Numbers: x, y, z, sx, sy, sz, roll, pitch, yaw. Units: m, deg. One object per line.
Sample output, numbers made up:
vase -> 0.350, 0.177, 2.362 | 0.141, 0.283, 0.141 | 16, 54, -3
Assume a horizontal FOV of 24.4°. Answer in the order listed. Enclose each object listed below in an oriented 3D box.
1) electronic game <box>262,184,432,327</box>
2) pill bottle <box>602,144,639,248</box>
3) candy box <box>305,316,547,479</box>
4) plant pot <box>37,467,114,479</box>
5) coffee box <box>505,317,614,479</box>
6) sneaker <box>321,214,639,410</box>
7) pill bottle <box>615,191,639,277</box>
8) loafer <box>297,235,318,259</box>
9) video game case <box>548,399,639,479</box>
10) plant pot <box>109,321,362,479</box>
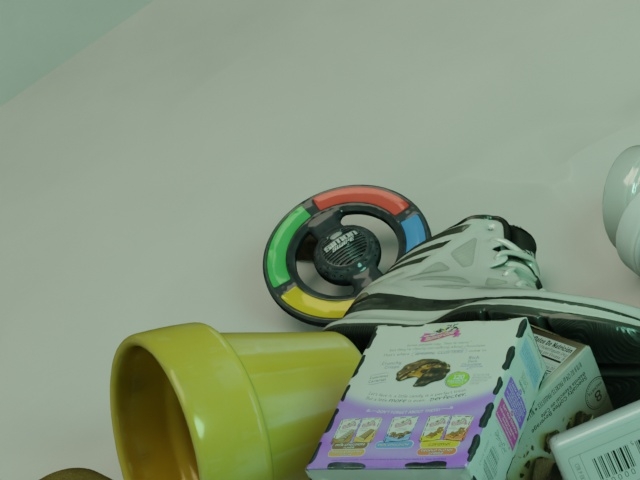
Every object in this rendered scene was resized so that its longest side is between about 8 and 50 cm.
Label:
electronic game -> 0.035, 0.018, 1.954 | 0.229, 0.048, 0.229 | -9, 51, 11
pill bottle -> 0.466, -0.035, 1.647 | 0.278, 0.162, 0.162 | 7, 43, 44
candy box -> 0.102, 0.163, 1.371 | 0.165, 0.070, 0.196 | -6, 36, 32
plant pot -> -0.205, 0.345, 1.439 | 0.237, 0.237, 0.254 | -34, 44, -13
coffee box -> 0.155, 0.238, 1.451 | 0.297, 0.168, 0.119 | -40, 32, -24
sneaker -> 0.226, 0.057, 1.682 | 0.448, 0.169, 0.257 | -1, 40, 41
pill bottle -> 0.418, 0.041, 1.464 | 0.152, 0.152, 0.272 | -32, 38, -11
loafer -> 0.000, 0.000, 2.063 | 0.148, 0.056, 0.050 | 9, 51, 46
video game case -> 0.390, 0.231, 1.169 | 0.329, 0.300, 0.036 | -24, 1, 4
plant pot -> -0.074, 0.203, 1.610 | 0.239, 0.254, 0.254 | -11, 21, -28
